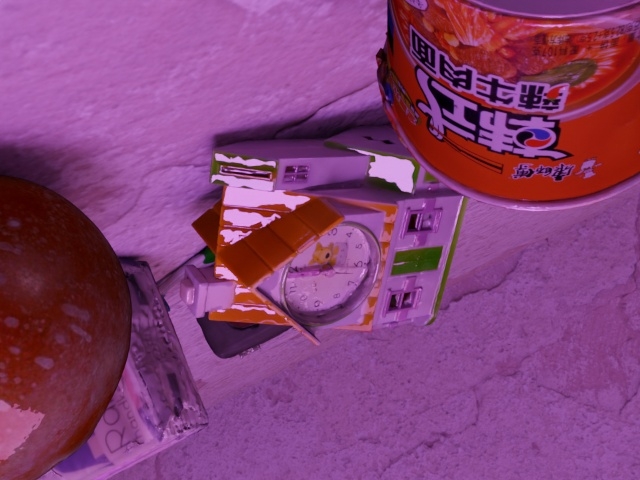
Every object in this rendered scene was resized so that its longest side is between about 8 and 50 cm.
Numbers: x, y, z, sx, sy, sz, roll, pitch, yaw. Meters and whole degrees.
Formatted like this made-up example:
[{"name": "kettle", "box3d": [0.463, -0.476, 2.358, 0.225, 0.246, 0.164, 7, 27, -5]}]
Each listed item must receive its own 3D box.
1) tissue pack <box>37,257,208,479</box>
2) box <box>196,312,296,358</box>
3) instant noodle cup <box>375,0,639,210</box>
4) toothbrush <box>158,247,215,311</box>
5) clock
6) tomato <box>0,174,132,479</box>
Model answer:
[{"name": "tissue pack", "box3d": [-0.328, 0.199, 0.921, 0.344, 0.242, 0.125, -32, 163, 20]}, {"name": "box", "box3d": [-0.088, 0.083, 1.115, 0.210, 0.148, 0.129, -30, 173, 25]}, {"name": "instant noodle cup", "box3d": [0.149, -0.169, 0.478, 0.250, 0.250, 0.192, -26, 157, 2]}, {"name": "toothbrush", "box3d": [-0.127, 0.004, 0.999, 0.418, 0.040, 0.042, -38, 164, 25]}, {"name": "clock", "box3d": [0.000, 0.000, 0.813, 0.309, 0.166, 0.235, -6, 119, -31]}, {"name": "tomato", "box3d": [-0.275, 0.090, 0.592, 0.270, 0.222, 0.270, -47, 180, 0]}]
